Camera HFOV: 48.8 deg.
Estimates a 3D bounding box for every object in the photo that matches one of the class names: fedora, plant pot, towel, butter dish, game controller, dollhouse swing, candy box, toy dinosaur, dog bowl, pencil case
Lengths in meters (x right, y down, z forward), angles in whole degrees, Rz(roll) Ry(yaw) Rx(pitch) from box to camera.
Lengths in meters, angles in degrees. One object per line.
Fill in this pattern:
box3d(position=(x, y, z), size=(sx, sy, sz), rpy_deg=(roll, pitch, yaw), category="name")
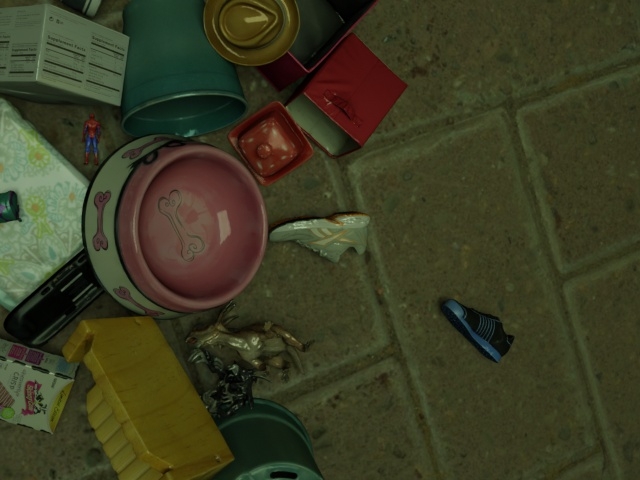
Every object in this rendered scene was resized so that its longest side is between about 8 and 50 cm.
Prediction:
box3d(position=(-0.138, -0.433, 1.389), size=(0.194, 0.079, 0.195), rpy_deg=(0, 110, 1), category="fedora")
box3d(position=(-0.133, 0.558, 1.555), size=(0.340, 0.334, 0.341), rpy_deg=(-1, 93, -17), category="plant pot")
box3d(position=(-0.649, -0.060, 1.498), size=(0.320, 0.090, 0.374), rpy_deg=(-45, 106, -6), category="towel")
box3d(position=(-0.311, -0.382, 1.516), size=(0.271, 0.271, 0.255), rpy_deg=(-10, 83, -16), category="plant pot")
box3d(position=(-0.121, -0.215, 1.625), size=(0.159, 0.118, 0.160), rpy_deg=(-32, 101, 13), category="butter dish")
box3d(position=(-0.522, 0.096, 1.506), size=(0.067, 0.166, 0.319), rpy_deg=(38, 73, 24), category="game controller")
box3d(position=(-0.403, 0.378, 1.398), size=(0.305, 0.315, 0.347), rpy_deg=(-38, 74, 14), category="dollhouse swing")
box3d(position=(-0.653, 0.303, 1.499), size=(0.233, 0.071, 0.159), rpy_deg=(20, 111, -16), category="candy box")
box3d(position=(-0.146, 0.229, 1.647), size=(0.295, 0.200, 0.127), rpy_deg=(25, 88, -45), category="toy dinosaur")
box3d(position=(-0.283, -0.029, 1.498), size=(0.407, 0.150, 0.408), rpy_deg=(-2, 92, -43), category="dog bowl")
box3d(position=(-0.682, -0.051, 1.411), size=(0.151, 0.070, 0.065), rpy_deg=(-16, 68, -11), category="pencil case")

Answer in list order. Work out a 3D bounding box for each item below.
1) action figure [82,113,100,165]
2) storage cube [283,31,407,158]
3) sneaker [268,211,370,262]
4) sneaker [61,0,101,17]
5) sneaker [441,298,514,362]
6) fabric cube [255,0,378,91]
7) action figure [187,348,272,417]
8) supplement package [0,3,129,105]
box3d(position=(-0.511, -0.226, 1.573), size=(0.038, 0.030, 0.115), rpy_deg=(3, 86, -22), category="action figure")
box3d(position=(0.052, -0.331, 1.643), size=(0.183, 0.215, 0.193), rpy_deg=(40, 75, -13), category="storage cube")
box3d(position=(0.000, 0.000, 1.699), size=(0.262, 0.099, 0.121), rpy_deg=(-5, 98, -15), category="sneaker")
box3d(position=(-0.484, -0.654, 1.514), size=(0.127, 0.126, 0.321), rpy_deg=(23, 87, -22), category="sneaker")
box3d(position=(0.412, 0.216, 1.838), size=(0.232, 0.081, 0.090), rpy_deg=(45, 77, -20), category="sneaker")
box3d(position=(-0.062, -0.525, 1.575), size=(0.254, 0.258, 0.259), rpy_deg=(44, 80, -12), category="fabric cube")
box3d(position=(-0.254, 0.341, 1.602), size=(0.275, 0.164, 0.141), rpy_deg=(-26, 133, -6), category="action figure")
box3d(position=(-0.551, -0.361, 1.402), size=(0.204, 0.261, 0.145), rpy_deg=(6, 92, -59), category="supplement package")
